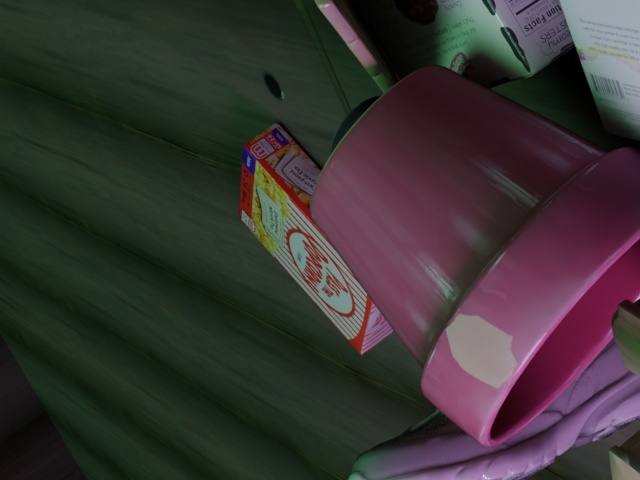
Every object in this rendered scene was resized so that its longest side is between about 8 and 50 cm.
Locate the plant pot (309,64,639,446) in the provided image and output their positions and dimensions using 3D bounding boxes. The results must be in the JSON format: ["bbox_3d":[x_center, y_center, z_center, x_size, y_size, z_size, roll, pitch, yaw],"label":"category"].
[{"bbox_3d":[0.101,-0.005,1.030,0.180,0.201,0.201,42,157,18],"label":"plant pot"}]

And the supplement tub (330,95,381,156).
[{"bbox_3d":[0.094,-0.027,1.245,0.198,0.106,0.106,41,156,32],"label":"supplement tub"}]

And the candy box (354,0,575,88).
[{"bbox_3d":[0.074,-0.191,1.078,0.196,0.070,0.165,58,160,-8],"label":"candy box"}]

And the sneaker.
[{"bbox_3d":[0.127,0.105,1.146,0.115,0.281,0.105,61,149,12],"label":"sneaker"}]

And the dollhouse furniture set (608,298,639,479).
[{"bbox_3d":[0.210,0.031,0.960,0.101,0.182,0.161,38,155,39],"label":"dollhouse furniture set"}]

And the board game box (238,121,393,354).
[{"bbox_3d":[0.000,0.000,1.592,0.193,0.045,0.147,48,159,19],"label":"board game box"}]

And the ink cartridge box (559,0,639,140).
[{"bbox_3d":[0.190,-0.118,0.960,0.088,0.052,0.122,24,145,54],"label":"ink cartridge box"}]

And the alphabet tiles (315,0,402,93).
[{"bbox_3d":[-0.027,-0.218,1.086,0.285,0.011,0.342,61,-172,21],"label":"alphabet tiles"}]
